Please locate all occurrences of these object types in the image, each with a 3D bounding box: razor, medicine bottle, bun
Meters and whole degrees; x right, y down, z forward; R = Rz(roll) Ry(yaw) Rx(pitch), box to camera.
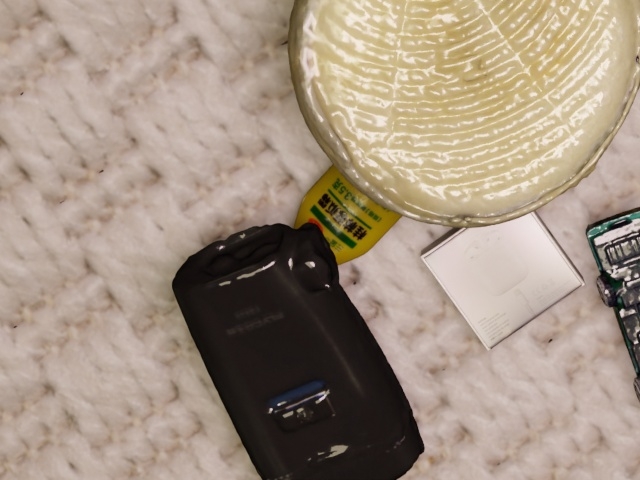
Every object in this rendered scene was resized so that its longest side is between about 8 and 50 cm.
[{"bbox_3d":[-0.023,0.140,1.713,0.189,0.107,0.327,-21,114,8],"label":"razor"},{"bbox_3d":[0.000,0.000,1.741,0.095,0.064,0.260,42,105,-3],"label":"medicine bottle"},{"bbox_3d":[0.145,-0.200,1.626,0.364,0.202,0.364,0,100,-1],"label":"bun"}]

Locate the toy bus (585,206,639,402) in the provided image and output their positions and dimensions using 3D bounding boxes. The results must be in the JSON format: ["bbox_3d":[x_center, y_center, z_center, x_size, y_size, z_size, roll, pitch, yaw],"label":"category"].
[{"bbox_3d":[0.357,0.091,1.695,0.091,0.109,0.262,-19,98,7],"label":"toy bus"}]

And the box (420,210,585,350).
[{"bbox_3d":[0.199,0.030,1.731,0.130,0.051,0.129,-35,93,9],"label":"box"}]
